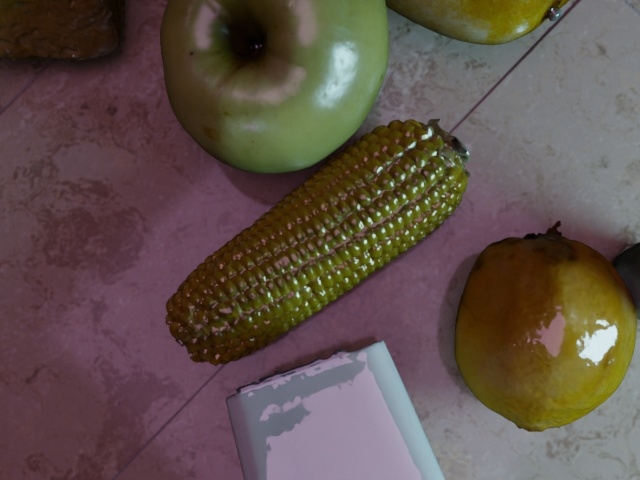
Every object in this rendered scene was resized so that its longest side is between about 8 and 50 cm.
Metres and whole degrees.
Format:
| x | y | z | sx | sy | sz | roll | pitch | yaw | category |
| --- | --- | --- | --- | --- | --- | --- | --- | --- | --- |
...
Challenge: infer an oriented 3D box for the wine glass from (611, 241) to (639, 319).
| x | y | z | sx | sy | sz | roll | pitch | yaw | category |
| --- | --- | --- | --- | --- | --- | --- | --- | --- | --- |
| 0.391 | 0.044 | 0.816 | 0.111 | 0.204 | 0.111 | 0 | 85 | -2 | wine glass |

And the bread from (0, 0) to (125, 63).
| x | y | z | sx | sy | sz | roll | pitch | yaw | category |
| --- | --- | --- | --- | --- | --- | --- | --- | --- | --- |
| -0.332 | -0.332 | 0.882 | 0.195 | 0.246 | 0.176 | 1 | 59 | -5 | bread |

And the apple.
| x | y | z | sx | sy | sz | roll | pitch | yaw | category |
| --- | --- | --- | --- | --- | --- | --- | --- | --- | --- |
| -0.049 | -0.205 | 0.841 | 0.262 | 0.262 | 0.262 | 0 | 84 | 2 | apple |

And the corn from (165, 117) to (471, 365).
| x | y | z | sx | sy | sz | roll | pitch | yaw | category |
| --- | --- | --- | --- | --- | --- | --- | --- | --- | --- |
| 0.000 | 0.000 | 0.874 | 0.387 | 0.144 | 0.144 | -36 | 84 | 3 | corn |

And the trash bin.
| x | y | z | sx | sy | sz | roll | pitch | yaw | category |
| --- | --- | --- | --- | --- | --- | --- | --- | --- | --- |
| 0.046 | 0.301 | 0.772 | 0.256 | 0.296 | 0.368 | -20 | 78 | 1 | trash bin |

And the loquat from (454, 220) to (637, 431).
| x | y | z | sx | sy | sz | roll | pitch | yaw | category |
| --- | --- | --- | --- | --- | --- | --- | --- | --- | --- |
| 0.243 | 0.093 | 0.839 | 0.187 | 0.176 | 0.234 | 10 | 87 | -13 | loquat |

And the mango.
| x | y | z | sx | sy | sz | roll | pitch | yaw | category |
| --- | --- | --- | --- | --- | --- | --- | --- | --- | --- |
| 0.127 | -0.374 | 0.881 | 0.384 | 0.199 | 0.221 | 42 | 92 | 18 | mango |
